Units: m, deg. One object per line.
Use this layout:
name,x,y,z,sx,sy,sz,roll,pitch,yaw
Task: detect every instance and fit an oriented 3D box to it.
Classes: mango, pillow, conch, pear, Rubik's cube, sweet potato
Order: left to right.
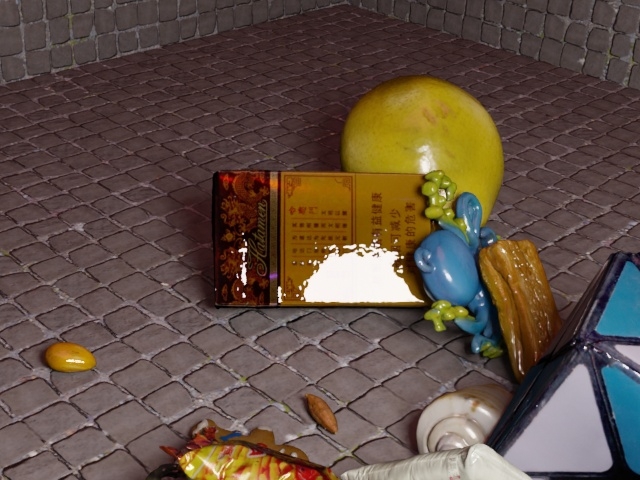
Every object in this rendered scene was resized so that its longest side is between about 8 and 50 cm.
mango,-0.432,0.205,1.639,0.089,0.046,0.060,16,32,-1
sweet potato,0.004,0.284,1.542,0.034,0.034,0.095,-14,44,-27
pear,0.219,-0.174,2.061,0.363,0.362,0.418,-2,55,-7
pillow,0.160,0.329,1.259,0.144,0.254,0.078,30,54,-29
conch,0.245,0.275,1.477,0.158,0.127,0.255,13,30,20
Rubik's cube,0.433,0.241,1.288,0.310,0.307,0.305,36,38,12

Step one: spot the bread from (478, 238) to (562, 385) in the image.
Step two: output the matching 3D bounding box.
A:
bread,0.366,0.129,1.666,0.139,0.077,0.270,0,65,-40

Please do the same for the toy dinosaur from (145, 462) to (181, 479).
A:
toy dinosaur,-0.226,0.391,1.275,0.187,0.087,0.179,13,30,21

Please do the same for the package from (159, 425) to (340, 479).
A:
package,-0.066,0.339,1.279,0.288,0.108,0.223,18,-9,11

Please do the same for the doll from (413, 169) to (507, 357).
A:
doll,0.263,0.056,1.757,0.099,0.345,0.341,-21,-25,29

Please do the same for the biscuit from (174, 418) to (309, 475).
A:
biscuit,-0.113,0.329,1.455,0.205,0.031,0.138,11,30,13

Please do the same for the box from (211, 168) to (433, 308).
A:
box,0.000,0.000,1.807,0.416,0.264,0.116,-1,-5,-4
